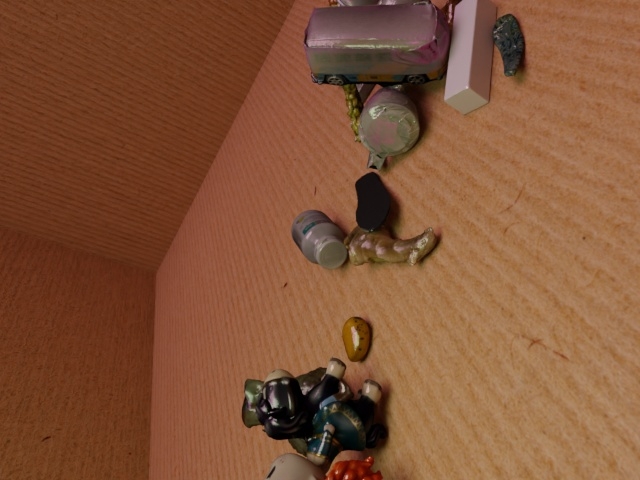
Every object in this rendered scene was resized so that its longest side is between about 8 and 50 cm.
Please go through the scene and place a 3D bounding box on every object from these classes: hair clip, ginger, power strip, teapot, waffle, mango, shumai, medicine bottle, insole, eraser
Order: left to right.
[{"bbox_3d":[-0.072,0.423,1.174,0.272,0.204,0.222,-34,44,41],"label":"shumai"},{"bbox_3d":[0.000,0.000,1.409,0.135,0.135,0.215,-61,28,12],"label":"medicine bottle"},{"bbox_3d":[0.104,-0.426,1.451,0.059,0.237,0.243,-17,33,12],"label":"waffle"},{"bbox_3d":[0.088,0.247,1.167,0.079,0.057,0.114,-18,58,46],"label":"mango"},{"bbox_3d":[0.138,-0.115,1.298,0.110,0.012,0.309,-31,28,14],"label":"insole"},{"bbox_3d":[0.179,-0.590,1.601,0.272,0.052,0.078,-57,30,21],"label":"power strip"},{"bbox_3d":[0.173,0.006,1.175,0.295,0.086,0.131,-2,49,51],"label":"ginger"},{"bbox_3d":[0.200,-0.323,1.316,0.163,0.221,0.178,-3,44,16],"label":"teapot"},{"bbox_3d":[0.358,-0.612,1.281,0.103,0.073,0.162,2,72,60],"label":"ginger"},{"bbox_3d":[0.373,-0.466,1.151,0.076,0.078,0.298,-17,57,55],"label":"eraser"},{"bbox_3d":[0.434,-0.445,1.073,0.066,0.036,0.229,-31,39,42],"label":"hair clip"}]

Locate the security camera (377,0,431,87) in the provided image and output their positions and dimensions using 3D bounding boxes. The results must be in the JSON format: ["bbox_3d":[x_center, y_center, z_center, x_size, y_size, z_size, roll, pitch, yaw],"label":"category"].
[{"bbox_3d":[0.222,-0.624,1.410,0.277,0.191,0.197,-58,19,12],"label":"security camera"}]

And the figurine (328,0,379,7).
[{"bbox_3d":[0.122,-0.789,1.769,0.205,0.225,0.381,26,120,40],"label":"figurine"}]

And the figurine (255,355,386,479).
[{"bbox_3d":[-0.012,0.438,0.947,0.241,0.306,0.411,130,150,-48],"label":"figurine"}]

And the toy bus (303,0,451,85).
[{"bbox_3d":[0.148,-0.516,1.224,0.387,0.162,0.171,6,83,17],"label":"toy bus"}]
